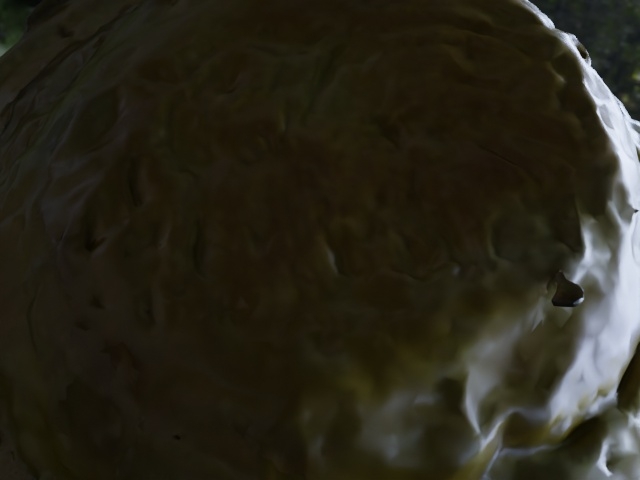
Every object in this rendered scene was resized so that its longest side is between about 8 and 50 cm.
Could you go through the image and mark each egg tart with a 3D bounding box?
[{"bbox_3d":[0.000,0.000,0.439,0.128,0.319,0.319,101,-14,-57],"label":"egg tart"}]
